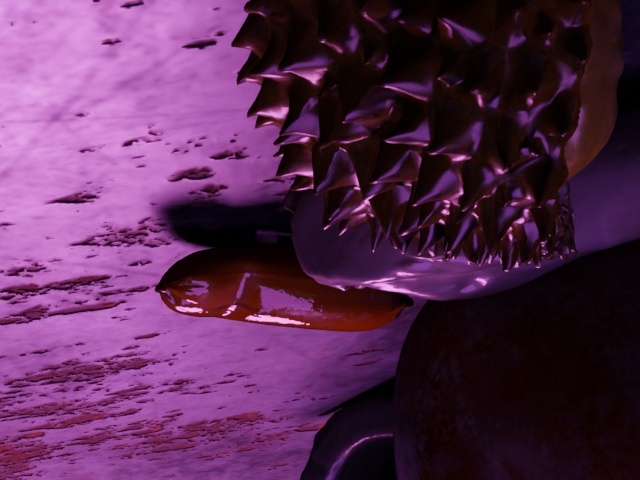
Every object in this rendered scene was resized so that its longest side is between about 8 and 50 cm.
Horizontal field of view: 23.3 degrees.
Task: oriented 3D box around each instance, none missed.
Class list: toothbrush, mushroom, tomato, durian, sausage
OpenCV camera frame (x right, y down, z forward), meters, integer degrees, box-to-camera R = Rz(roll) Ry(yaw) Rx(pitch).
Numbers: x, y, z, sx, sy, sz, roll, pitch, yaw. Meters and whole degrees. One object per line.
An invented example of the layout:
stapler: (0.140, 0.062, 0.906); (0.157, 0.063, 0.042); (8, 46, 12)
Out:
toothbrush: (0.000, 0.000, 0.981); (0.097, 0.008, 0.006); (4, 166, -34)
mushroom: (0.157, -0.035, 0.874); (0.351, 0.097, 0.109); (-13, 165, -7)
tomato: (0.189, 0.133, 0.996); (0.282, 0.317, 0.317); (-2, 158, 6)
durian: (0.062, -0.075, 0.689); (0.172, 0.166, 0.306); (26, 151, 27)
sausage: (-0.022, 0.029, 0.981); (0.183, 0.054, 0.062); (5, 141, -25)

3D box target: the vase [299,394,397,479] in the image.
vase: (0.162, 0.251, 1.374); (0.291, 0.245, 0.245); (1, 155, -43)
